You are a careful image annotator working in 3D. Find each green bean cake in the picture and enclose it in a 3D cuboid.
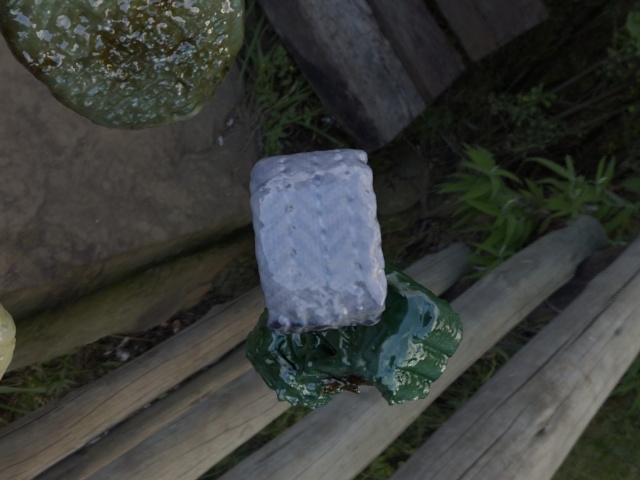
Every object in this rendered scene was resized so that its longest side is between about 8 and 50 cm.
[{"bbox_3d":[0.047,0.170,1.099,0.169,0.308,0.300,27,98,-50],"label":"green bean cake"}]

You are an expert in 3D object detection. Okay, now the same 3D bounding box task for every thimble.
[{"bbox_3d":[0.000,0.000,0.846,0.157,0.217,0.245,-7,69,3],"label":"thimble"}]

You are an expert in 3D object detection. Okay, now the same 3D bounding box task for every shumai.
[{"bbox_3d":[-0.305,-0.395,0.957,0.397,0.324,0.323,70,-4,-55],"label":"shumai"}]

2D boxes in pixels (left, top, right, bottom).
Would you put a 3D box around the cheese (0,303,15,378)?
[{"bbox_3d":[-0.585,0.161,0.944,0.226,0.214,0.117,14,30,-42],"label":"cheese"}]
